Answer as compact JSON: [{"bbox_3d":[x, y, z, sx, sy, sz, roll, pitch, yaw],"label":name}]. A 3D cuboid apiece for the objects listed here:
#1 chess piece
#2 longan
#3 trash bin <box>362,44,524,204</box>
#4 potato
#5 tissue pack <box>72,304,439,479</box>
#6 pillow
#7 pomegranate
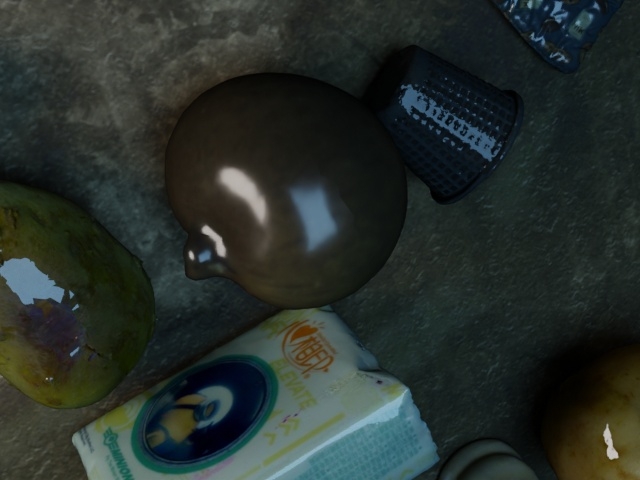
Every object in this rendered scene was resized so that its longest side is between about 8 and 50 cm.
[{"bbox_3d":[0.305,0.428,1.563,0.167,0.299,0.167,-8,111,-22],"label":"chess piece"},{"bbox_3d":[-0.044,-0.060,1.258,0.300,0.300,0.243,-26,154,-13],"label":"longan"},{"bbox_3d":[0.141,-0.158,1.371,0.161,0.175,0.175,32,94,-17],"label":"trash bin"},{"bbox_3d":[-0.319,0.059,1.238,0.210,0.173,0.307,-40,121,-3],"label":"potato"},{"bbox_3d":[-0.090,0.262,1.345,0.388,0.287,0.162,-30,123,-10],"label":"tissue pack"},{"bbox_3d":[0.353,-0.370,1.449,0.189,0.034,0.256,36,90,-31],"label":"pillow"},{"bbox_3d":[0.474,0.291,1.602,0.307,0.307,0.307,-8,111,-20],"label":"pomegranate"}]
